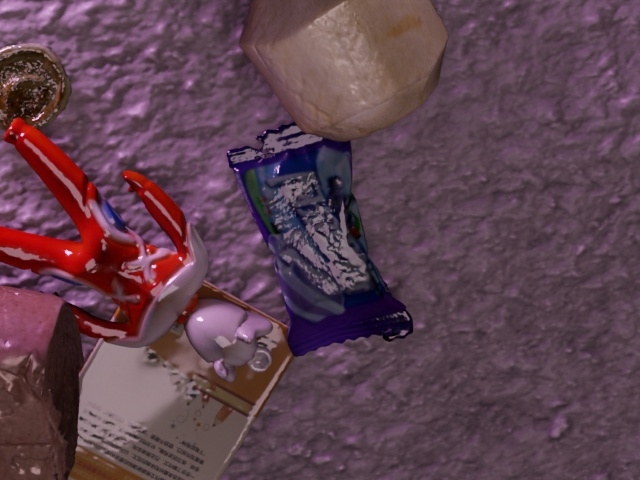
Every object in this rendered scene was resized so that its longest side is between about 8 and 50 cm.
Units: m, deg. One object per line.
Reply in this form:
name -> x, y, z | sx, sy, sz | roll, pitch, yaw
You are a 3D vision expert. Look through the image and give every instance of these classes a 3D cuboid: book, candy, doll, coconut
book -> -0.178, 0.186, 1.825 | 0.208, 0.020, 0.295 | 30, 96, -15
candy -> 0.000, 0.000, 1.790 | 0.145, 0.070, 0.275 | -18, 100, 0
doll -> -0.212, 0.030, 1.735 | 0.384, 0.099, 0.188 | 36, 102, -6
coconut -> 0.020, -0.227, 1.675 | 0.202, 0.202, 0.222 | -34, 107, -1

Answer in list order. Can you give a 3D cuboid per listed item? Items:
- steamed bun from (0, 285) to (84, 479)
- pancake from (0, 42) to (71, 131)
steamed bun -> -0.367, 0.164, 1.698 | 0.252, 0.199, 0.301 | 9, 122, 5
pancake -> -0.324, -0.166, 1.721 | 0.108, 0.017, 0.108 | -3, 107, -10
